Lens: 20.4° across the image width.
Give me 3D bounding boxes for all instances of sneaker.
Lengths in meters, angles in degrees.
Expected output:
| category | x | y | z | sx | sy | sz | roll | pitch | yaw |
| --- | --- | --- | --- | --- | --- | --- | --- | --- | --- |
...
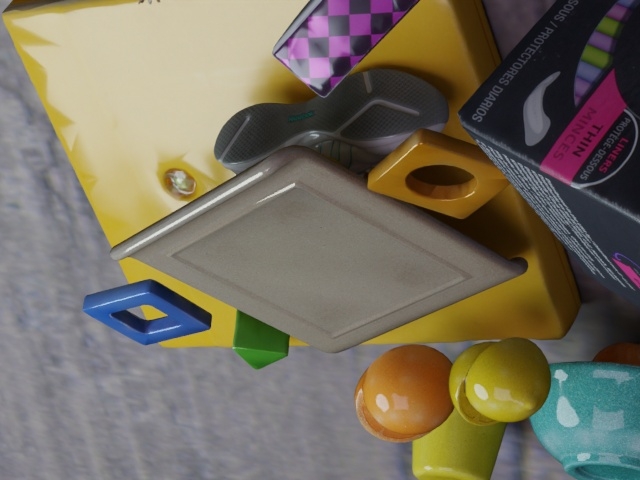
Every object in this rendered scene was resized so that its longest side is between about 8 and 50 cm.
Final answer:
| category | x | y | z | sx | sy | sz | roll | pitch | yaw |
| --- | --- | --- | --- | --- | --- | --- | --- | --- | --- |
| sneaker | 0.014 | -0.061 | 1.068 | 0.152 | 0.053 | 0.061 | -10 | 143 | 31 |

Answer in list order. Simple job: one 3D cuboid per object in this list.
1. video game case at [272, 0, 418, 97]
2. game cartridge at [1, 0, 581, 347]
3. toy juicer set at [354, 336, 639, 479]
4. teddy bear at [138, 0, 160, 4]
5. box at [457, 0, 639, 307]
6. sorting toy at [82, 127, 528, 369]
| category | x | y | z | sx | sy | sz | roll | pitch | yaw |
| --- | --- | --- | --- | --- | --- | --- | --- | --- | --- |
| video game case | 0.091 | -0.193 | 0.852 | 0.042 | 0.210 | 0.232 | 42 | 135 | -5 |
| game cartridge | -0.018 | -0.054 | 1.155 | 0.324 | 0.052 | 0.285 | -3 | 124 | 30 |
| toy juicer set | 0.176 | 0.094 | 1.099 | 0.329 | 0.089 | 0.209 | -1 | 157 | 29 |
| teddy bear | -0.146 | -0.278 | 0.978 | 0.338 | 0.113 | 0.245 | 28 | 133 | -17 |
| box | 0.222 | -0.031 | 0.797 | 0.270 | 0.165 | 0.143 | 34 | 172 | 49 |
| sorting toy | 0.000 | 0.000 | 1.081 | 0.196 | 0.047 | 0.348 | 24 | 148 | -31 |
